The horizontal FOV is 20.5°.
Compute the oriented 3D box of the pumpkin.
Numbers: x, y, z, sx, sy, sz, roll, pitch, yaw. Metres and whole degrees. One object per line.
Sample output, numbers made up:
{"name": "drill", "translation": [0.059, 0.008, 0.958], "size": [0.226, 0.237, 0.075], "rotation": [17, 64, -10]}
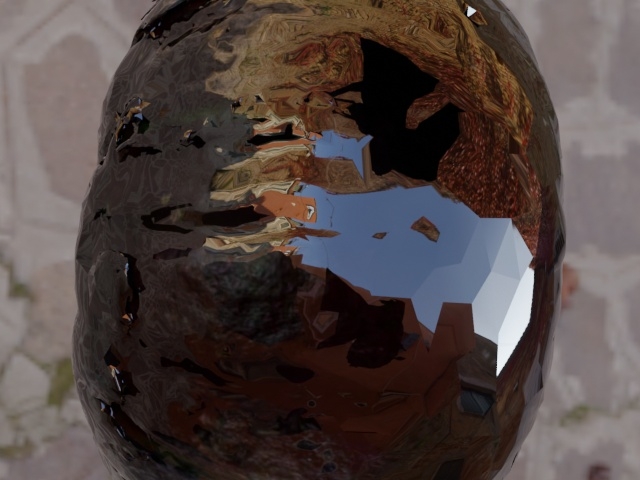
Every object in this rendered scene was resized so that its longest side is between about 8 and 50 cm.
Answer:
{"name": "pumpkin", "translation": [0.000, 0.000, 0.630], "size": [0.233, 0.163, 0.233], "rotation": [-172, -90, -87]}
